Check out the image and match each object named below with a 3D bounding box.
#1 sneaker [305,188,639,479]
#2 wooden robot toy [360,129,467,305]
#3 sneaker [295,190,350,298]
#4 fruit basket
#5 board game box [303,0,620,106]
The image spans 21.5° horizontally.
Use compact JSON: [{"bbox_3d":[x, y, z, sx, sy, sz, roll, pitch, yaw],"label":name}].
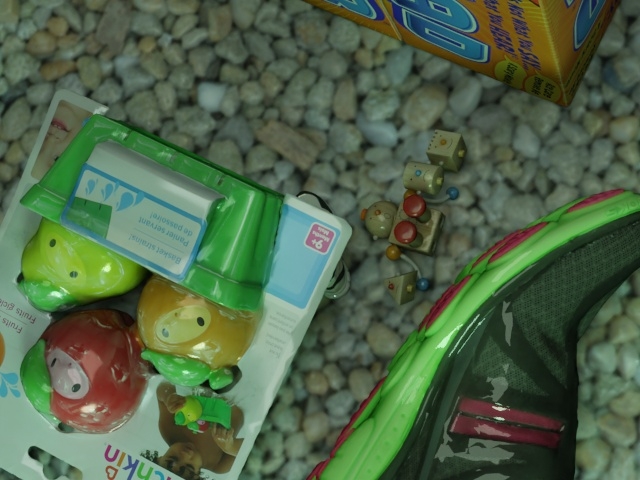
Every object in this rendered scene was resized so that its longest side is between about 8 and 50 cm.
[{"bbox_3d":[0.148,0.163,1.474,0.202,0.185,0.483,36,90,0],"label":"sneaker"},{"bbox_3d":[0.073,-0.027,1.570,0.079,0.076,0.173,14,80,27],"label":"wooden robot toy"},{"bbox_3d":[0.000,0.000,1.591,0.040,0.044,0.109,-24,71,9],"label":"sneaker"},{"bbox_3d":[-0.185,0.076,1.555,0.327,0.165,0.353,26,87,17],"label":"fruit basket"},{"bbox_3d":[0.119,-0.388,1.489,0.356,0.356,0.356,24,84,17],"label":"board game box"}]
